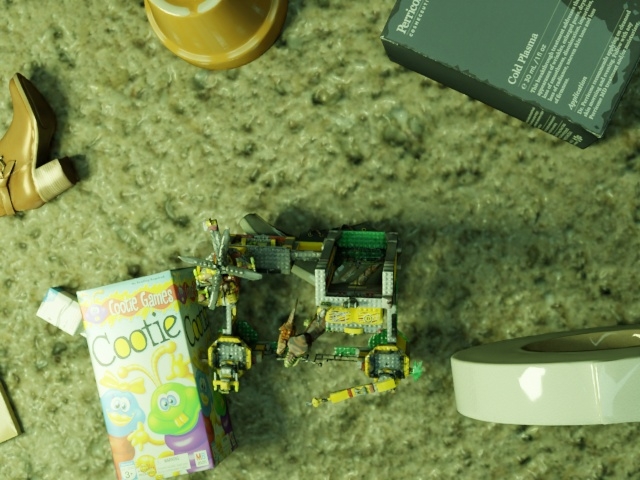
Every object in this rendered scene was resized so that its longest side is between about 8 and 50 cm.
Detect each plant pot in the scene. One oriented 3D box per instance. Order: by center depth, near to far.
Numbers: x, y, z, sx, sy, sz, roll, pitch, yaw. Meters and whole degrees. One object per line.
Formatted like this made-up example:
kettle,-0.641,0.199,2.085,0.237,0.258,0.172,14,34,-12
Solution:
plant pot,-0.160,-0.352,1.441,0.205,0.188,0.205,0,90,8

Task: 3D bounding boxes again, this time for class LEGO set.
LEGO set,-0.022,0.107,1.356,0.331,0.192,0.255,10,109,4

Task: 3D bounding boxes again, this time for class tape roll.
tape roll,0.353,0.155,1.268,0.392,0.392,0.072,-6,89,8

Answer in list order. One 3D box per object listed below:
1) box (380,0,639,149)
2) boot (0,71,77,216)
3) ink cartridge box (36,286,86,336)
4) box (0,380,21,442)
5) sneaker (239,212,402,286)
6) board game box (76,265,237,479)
box,0.295,-0.345,1.381,0.312,0.179,0.343,26,93,6
boot,-0.466,-0.137,1.546,0.152,0.073,0.197,-23,84,12
ink cartridge box,-0.375,0.109,1.553,0.083,0.028,0.048,28,94,7
box,-0.564,0.233,1.584,0.164,0.021,0.201,-24,87,7
sneaker,0.000,0.000,1.480,0.222,0.083,0.118,34,90,-3
board game box,-0.229,0.187,1.475,0.144,0.142,0.275,-13,88,8
